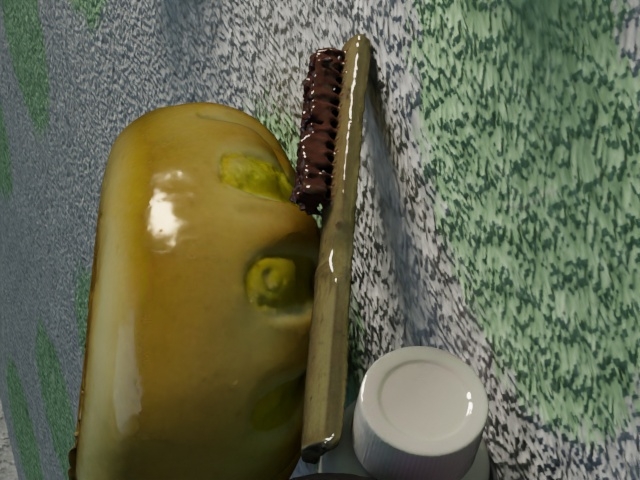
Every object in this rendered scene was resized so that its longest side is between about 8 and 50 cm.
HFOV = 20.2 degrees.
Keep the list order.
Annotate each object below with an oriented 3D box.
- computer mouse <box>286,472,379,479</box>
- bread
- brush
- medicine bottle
[{"bbox_3d":[0.048,0.198,0.870,0.270,0.086,0.137,13,128,45],"label":"computer mouse"},{"bbox_3d":[-0.077,0.060,1.188,0.333,0.160,0.333,-174,90,-81],"label":"bread"},{"bbox_3d":[0.000,0.000,0.984,0.043,0.036,0.248,113,163,-66],"label":"brush"},{"bbox_3d":[0.039,0.158,1.017,0.260,0.095,0.095,101,151,-51],"label":"medicine bottle"}]
